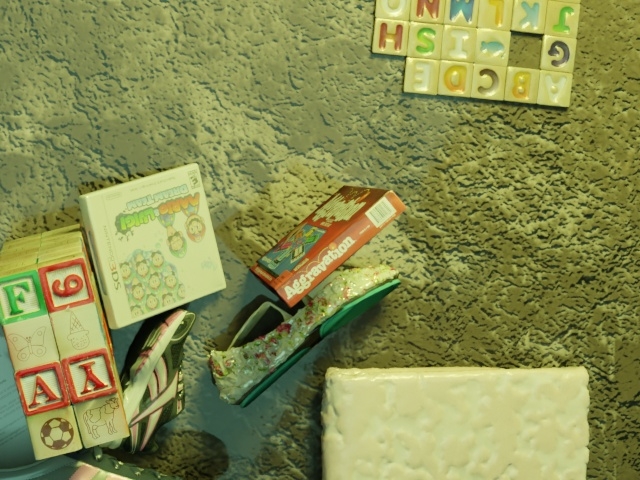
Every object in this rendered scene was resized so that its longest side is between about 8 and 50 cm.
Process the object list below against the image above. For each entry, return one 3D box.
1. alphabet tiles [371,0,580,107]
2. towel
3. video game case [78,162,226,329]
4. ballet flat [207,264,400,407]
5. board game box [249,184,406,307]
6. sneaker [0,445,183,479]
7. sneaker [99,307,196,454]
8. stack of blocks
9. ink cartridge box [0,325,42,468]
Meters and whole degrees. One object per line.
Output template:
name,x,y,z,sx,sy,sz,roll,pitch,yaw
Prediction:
alphabet tiles,0.178,-0.258,1.583,0.237,0.009,0.198,4,95,-11
towel,0.154,0.305,1.615,0.316,0.053,0.332,-1,97,-11
video game case,-0.176,0.004,1.498,0.157,0.019,0.143,-20,101,-44
ballet flat,-0.024,0.087,1.548,0.241,0.091,0.077,-37,79,-8
board game box,0.000,0.000,1.438,0.145,0.281,0.027,-40,97,-4
sneaker,-0.229,0.250,1.453,0.318,0.112,0.131,-2,79,-19
sneaker,-0.177,0.154,1.540,0.077,0.072,0.178,26,99,-24
stack of blocks,-0.256,0.089,1.393,0.087,0.297,0.171,-14,99,-8
ink cartridge box,-0.358,0.210,1.507,0.165,0.065,0.333,-30,102,-6
